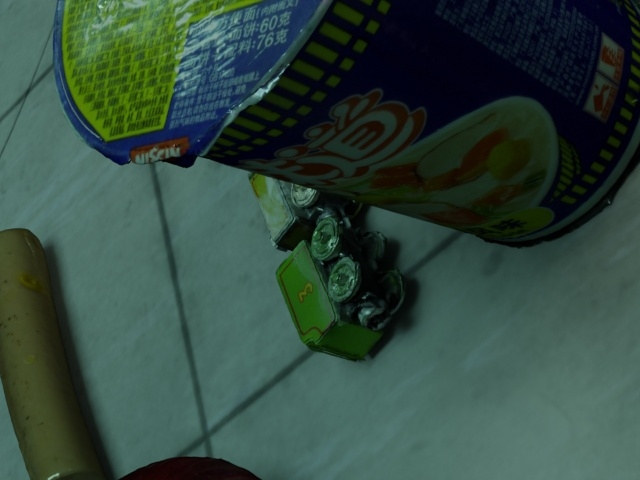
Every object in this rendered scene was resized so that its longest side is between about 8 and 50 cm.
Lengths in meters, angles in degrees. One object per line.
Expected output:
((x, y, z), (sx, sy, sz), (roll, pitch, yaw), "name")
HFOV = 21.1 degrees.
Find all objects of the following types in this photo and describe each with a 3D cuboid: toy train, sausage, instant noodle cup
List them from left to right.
((-0.241, 0.104, 1.455), (0.066, 0.066, 0.301), (-46, 41, 23), "sausage")
((0.000, 0.000, 1.237), (0.081, 0.060, 0.202), (-51, 39, 26), "toy train")
((0.042, -0.130, 1.055), (0.284, 0.312, 0.284), (-23, 56, 40), "instant noodle cup")

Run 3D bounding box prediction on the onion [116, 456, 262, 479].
((-0.104, 0.255, 1.160), (0.248, 0.161, 0.248), (-21, 42, 20), "onion")
